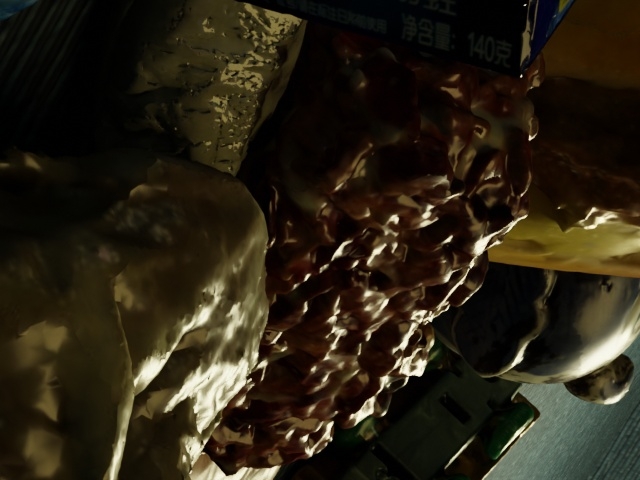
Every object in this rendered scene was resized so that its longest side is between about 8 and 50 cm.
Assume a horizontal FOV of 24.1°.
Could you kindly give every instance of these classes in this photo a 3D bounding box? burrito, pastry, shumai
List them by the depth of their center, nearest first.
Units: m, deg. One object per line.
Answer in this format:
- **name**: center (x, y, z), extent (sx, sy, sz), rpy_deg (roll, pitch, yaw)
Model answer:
- **shumai**: center (-0.076, 0.081, 0.390), extent (0.209, 0.153, 0.161), rpy_deg (-26, 153, -26)
- **burrito**: center (-0.038, -0.047, 0.459), extent (0.063, 0.058, 0.230), rpy_deg (-23, 142, -49)
- **pastry**: center (0.002, 0.000, 0.537), extent (0.208, 0.115, 0.097), rpy_deg (118, -24, -46)

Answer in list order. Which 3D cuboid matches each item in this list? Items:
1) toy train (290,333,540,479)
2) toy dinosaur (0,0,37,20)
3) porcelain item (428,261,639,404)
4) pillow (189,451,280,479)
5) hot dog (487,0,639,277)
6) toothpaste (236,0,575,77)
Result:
- **toy train**: center (0.056, 0.147, 0.990), extent (0.227, 0.091, 0.136), rpy_deg (-39, 167, -43)
- **toy dinosaur**: center (-0.100, -0.052, 0.316), extent (0.188, 0.075, 0.247), rpy_deg (-56, 169, 31)
- **porcelain item**: center (0.155, -0.028, 0.855), extent (0.288, 0.138, 0.186), rpy_deg (-24, 134, -59)
- **pillow**: center (-0.077, 0.138, 0.725), extent (0.135, 0.034, 0.211), rpy_deg (-60, 163, 12)
- **hot dog**: center (0.200, -0.113, 0.672), extent (0.405, 0.223, 0.185), rpy_deg (-40, 160, -36)
- **toothpaste**: center (0.079, -0.154, 0.418), extent (0.320, 0.076, 0.066), rpy_deg (-53, 154, -45)
